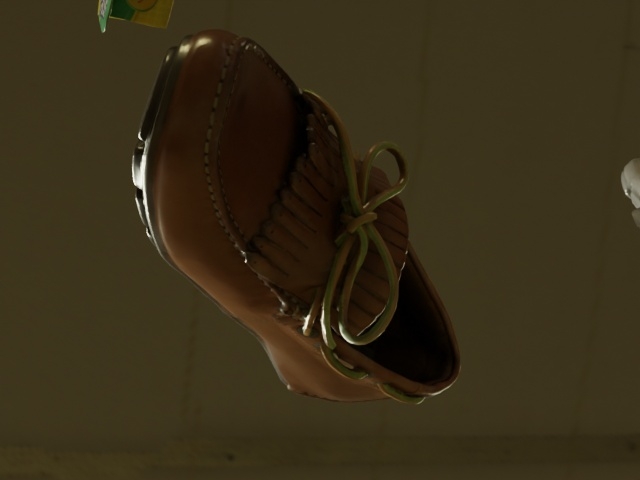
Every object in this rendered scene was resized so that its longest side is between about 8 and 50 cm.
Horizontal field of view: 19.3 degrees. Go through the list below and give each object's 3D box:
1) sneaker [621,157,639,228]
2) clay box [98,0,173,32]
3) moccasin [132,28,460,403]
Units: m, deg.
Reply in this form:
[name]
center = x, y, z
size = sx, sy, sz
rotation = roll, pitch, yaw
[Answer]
[sneaker]
center = 0.286, -0.051, 1.152
size = 0.124, 0.321, 0.180
rotation = 39, -78, -14
[clay box]
center = -0.112, -0.240, 1.272
size = 0.053, 0.222, 0.127
rotation = 10, -53, -12
[moccasin]
center = -0.001, 0.003, 1.132
size = 0.380, 0.147, 0.139
rotation = 63, -139, -52
